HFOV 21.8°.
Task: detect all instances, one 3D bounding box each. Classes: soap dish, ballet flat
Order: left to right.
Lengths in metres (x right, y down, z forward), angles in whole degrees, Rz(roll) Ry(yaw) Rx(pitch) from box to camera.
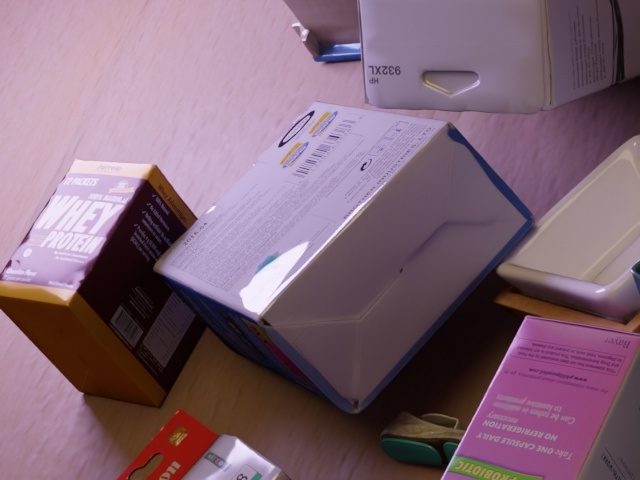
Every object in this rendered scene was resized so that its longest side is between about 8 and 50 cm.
[{"bbox_3d":[0.128,0.190,1.566,0.168,0.057,0.052,11,49,40],"label":"ballet flat"},{"bbox_3d":[0.302,0.012,1.494,0.229,0.118,0.291,-42,14,-9],"label":"soap dish"}]

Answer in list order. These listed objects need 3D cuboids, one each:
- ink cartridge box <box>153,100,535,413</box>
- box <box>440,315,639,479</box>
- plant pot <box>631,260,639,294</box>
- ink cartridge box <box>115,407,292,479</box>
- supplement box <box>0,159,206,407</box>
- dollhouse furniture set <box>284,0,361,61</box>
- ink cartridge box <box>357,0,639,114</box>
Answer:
[{"bbox_3d":[0.000,0.000,1.710,0.270,0.151,0.395,-46,23,-11],"label":"ink cartridge box"},{"bbox_3d":[0.204,0.225,1.355,0.117,0.213,0.243,8,57,39],"label":"box"},{"bbox_3d":[0.380,0.101,1.322,0.165,0.234,0.165,-32,38,-14],"label":"plant pot"},{"bbox_3d":[-0.150,0.266,1.689,0.181,0.056,0.224,-48,43,-14],"label":"ink cartridge box"},{"bbox_3d":[-0.227,0.046,1.844,0.129,0.191,0.194,5,54,38],"label":"supplement box"},{"bbox_3d":[0.056,-0.380,1.963,0.303,0.286,0.198,-2,58,33],"label":"dollhouse furniture set"},{"bbox_3d":[0.215,-0.225,1.724,0.223,0.129,0.307,5,18,37],"label":"ink cartridge box"}]
